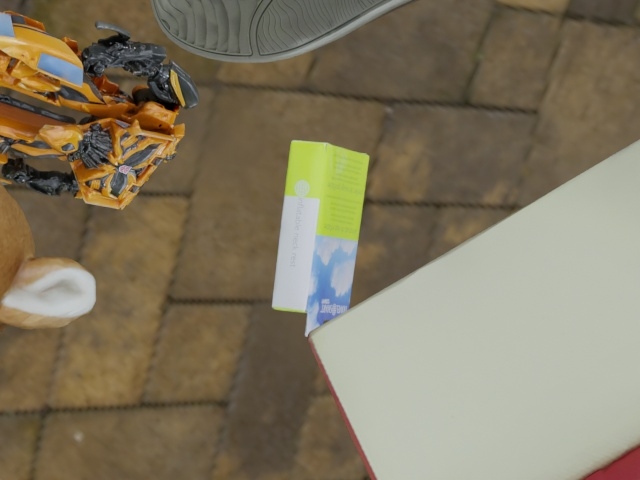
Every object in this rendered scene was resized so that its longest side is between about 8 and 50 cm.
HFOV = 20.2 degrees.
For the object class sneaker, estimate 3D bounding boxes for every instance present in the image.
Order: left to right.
[{"bbox_3d":[0.027,-0.146,0.928,0.118,0.222,0.083,-21,98,-62],"label":"sneaker"}]

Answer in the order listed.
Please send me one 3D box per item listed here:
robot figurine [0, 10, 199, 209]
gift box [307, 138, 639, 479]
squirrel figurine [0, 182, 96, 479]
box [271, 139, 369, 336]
[{"bbox_3d":[-0.255,-0.115,1.634,0.291,0.085,0.211,18,131,-31],"label":"robot figurine"},{"bbox_3d":[0.182,0.072,0.563,0.258,0.255,0.276,-31,170,21],"label":"gift box"},{"bbox_3d":[-0.287,0.100,0.963,0.370,0.281,0.397,-42,127,-60],"label":"squirrel figurine"},{"bbox_3d":[0.000,0.000,1.689,0.109,0.042,0.178,8,89,-67],"label":"box"}]
